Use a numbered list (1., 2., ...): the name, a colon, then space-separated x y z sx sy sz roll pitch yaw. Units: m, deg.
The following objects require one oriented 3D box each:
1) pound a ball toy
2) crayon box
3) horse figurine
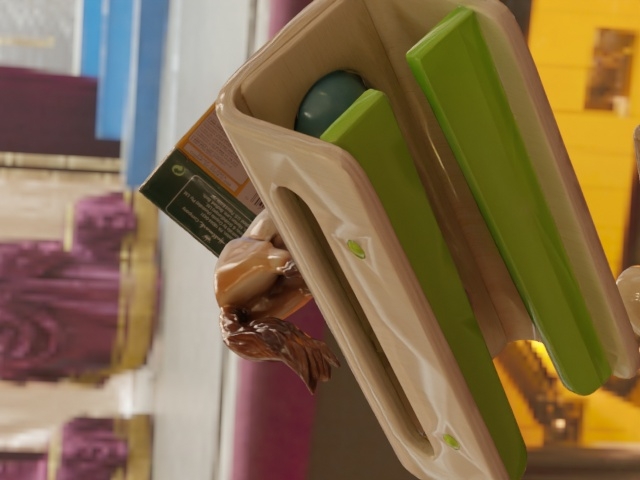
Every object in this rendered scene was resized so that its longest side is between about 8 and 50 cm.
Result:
1. pound a ball toy: 0.091 -0.006 0.911 0.136 0.208 0.319 24 151 45
2. crayon box: -0.054 -0.082 1.904 0.083 0.203 0.323 -46 6 32
3. horse figurine: 0.000 0.000 1.084 0.066 0.174 0.263 55 -139 -20
